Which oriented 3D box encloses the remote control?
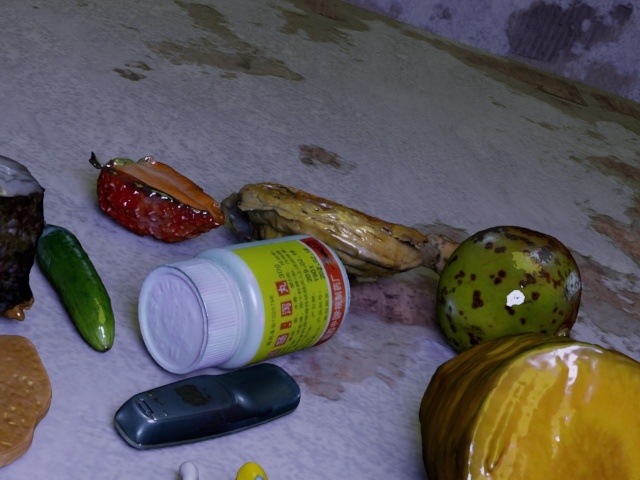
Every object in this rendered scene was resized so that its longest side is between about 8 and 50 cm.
[{"bbox_3d":[-0.113,0.171,1.084,0.222,0.042,0.072,-7,40,-44],"label":"remote control"}]

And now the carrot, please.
[{"bbox_3d":[0.221,0.207,0.969,0.242,0.241,0.341,19,0,-4],"label":"carrot"}]

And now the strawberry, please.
[{"bbox_3d":[-0.227,-0.052,1.387,0.192,0.085,0.140,20,17,-15],"label":"strawberry"}]

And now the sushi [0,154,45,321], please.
[{"bbox_3d":[-0.453,-0.015,1.029,0.349,0.207,0.234,6,17,-39],"label":"sushi"}]

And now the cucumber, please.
[{"bbox_3d":[-0.288,0.039,1.201,0.056,0.056,0.250,0,33,-37],"label":"cucumber"}]

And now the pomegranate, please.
[{"bbox_3d":[0.239,0.071,1.393,0.198,0.198,0.246,9,4,-23],"label":"pomegranate"}]

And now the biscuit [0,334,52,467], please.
[{"bbox_3d":[-0.331,0.153,0.975,0.142,0.029,0.220,18,26,-8],"label":"biscuit"}]

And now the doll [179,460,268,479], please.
[{"bbox_3d":[-0.099,0.248,0.939,0.113,0.071,0.135,-18,36,-27],"label":"doll"}]

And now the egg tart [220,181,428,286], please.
[{"bbox_3d":[0.000,0.000,1.426,0.297,0.132,0.297,18,11,-3],"label":"egg tart"}]

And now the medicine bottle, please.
[{"bbox_3d":[-0.084,0.072,1.188,0.225,0.139,0.139,-9,39,-47],"label":"medicine bottle"}]
